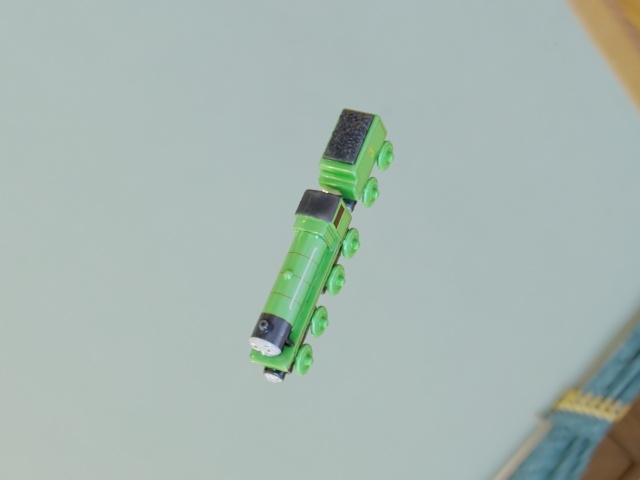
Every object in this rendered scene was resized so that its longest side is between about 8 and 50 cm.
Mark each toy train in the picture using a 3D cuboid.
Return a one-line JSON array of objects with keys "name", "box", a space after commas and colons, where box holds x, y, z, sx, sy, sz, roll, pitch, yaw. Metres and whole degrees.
[{"name": "toy train", "box": [0.000, 0.000, 0.401, 0.017, 0.083, 0.023, 13, 158, 23]}]
